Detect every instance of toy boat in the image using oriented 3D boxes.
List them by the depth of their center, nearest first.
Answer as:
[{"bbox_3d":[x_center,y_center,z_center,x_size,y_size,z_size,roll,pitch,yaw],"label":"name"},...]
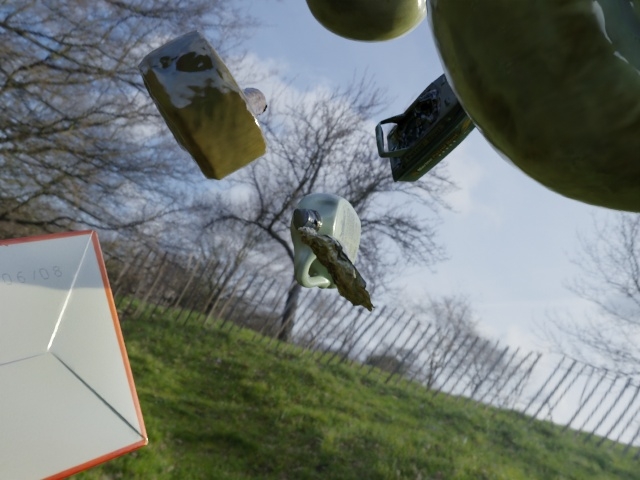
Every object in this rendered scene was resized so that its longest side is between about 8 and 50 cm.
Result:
[{"bbox_3d":[0.164,-0.175,0.782,0.103,0.092,0.246,11,-32,-25],"label":"toy boat"}]

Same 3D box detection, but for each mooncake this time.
[{"bbox_3d":[-0.239,-0.263,1.135,0.284,0.156,0.284,57,-6,9],"label":"mooncake"}]

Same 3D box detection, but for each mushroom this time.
[{"bbox_3d":[0.240,-0.192,0.379,0.352,0.352,0.260,28,7,-3],"label":"mushroom"}]

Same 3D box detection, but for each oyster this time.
[{"bbox_3d":[0.030,0.041,0.861,0.165,0.053,0.108,58,7,11],"label":"oyster"}]

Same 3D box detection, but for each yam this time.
[{"bbox_3d":[-0.194,-0.351,1.456,0.084,0.084,0.127,26,24,3],"label":"yam"}]

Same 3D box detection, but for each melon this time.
[{"bbox_3d":[0.100,-0.574,1.258,0.308,0.272,0.272,48,-11,10],"label":"melon"}]

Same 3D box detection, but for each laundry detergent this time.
[{"bbox_3d":[0.000,0.000,1.224,0.105,0.214,0.280,13,-5,19],"label":"laundry detergent"}]

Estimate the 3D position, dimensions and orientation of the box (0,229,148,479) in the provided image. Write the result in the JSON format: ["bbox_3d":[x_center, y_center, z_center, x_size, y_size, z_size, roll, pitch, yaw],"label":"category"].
[{"bbox_3d":[-0.471,0.185,0.752,0.349,0.318,0.257,-12,-9,-42],"label":"box"}]
